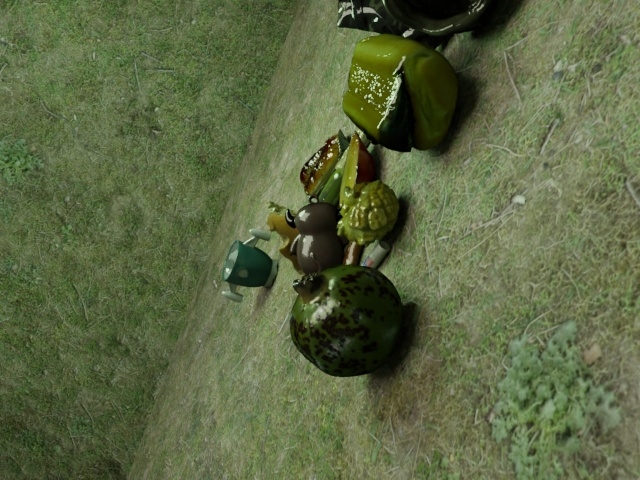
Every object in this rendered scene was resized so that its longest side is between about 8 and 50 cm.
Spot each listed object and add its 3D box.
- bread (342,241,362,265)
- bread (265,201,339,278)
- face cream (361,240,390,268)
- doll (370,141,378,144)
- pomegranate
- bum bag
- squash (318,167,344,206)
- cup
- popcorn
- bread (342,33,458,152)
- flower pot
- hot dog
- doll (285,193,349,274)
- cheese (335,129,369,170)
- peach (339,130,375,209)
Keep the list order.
[{"bbox_3d":[0.086,0.042,1.684,0.047,0.036,0.083,-1,72,65],"label":"bread"},{"bbox_3d":[-0.077,0.019,1.893,0.183,0.224,0.211,-120,45,-73],"label":"bread"},{"bbox_3d":[0.126,0.057,1.566,0.130,0.034,0.034,-57,23,35],"label":"face cream"},{"bbox_3d":[0.168,-0.378,1.825,0.091,0.067,0.219,115,160,-62],"label":"doll"},{"bbox_3d":[0.047,0.160,1.352,0.254,0.270,0.254,-32,26,18],"label":"pomegranate"},{"bbox_3d":[0.194,-0.589,1.668,0.144,0.340,0.095,-68,-19,10],"label":"bum bag"},{"bbox_3d":[0.029,-0.132,1.961,0.229,0.066,0.066,-60,22,30],"label":"squash"},{"bbox_3d":[-0.255,0.099,2.323,0.299,0.173,0.167,-64,21,17],"label":"cup"},{"bbox_3d":[0.116,-0.061,1.555,0.173,0.142,0.173,-30,44,34],"label":"popcorn"},{"bbox_3d":[0.194,-0.355,1.515,0.376,0.208,0.251,-118,39,-66],"label":"bread"},{"bbox_3d":[0.272,-0.598,1.426,0.302,0.302,0.213,-52,0,41],"label":"flower pot"},{"bbox_3d":[0.010,-0.252,2.102,0.270,0.082,0.162,-50,29,41],"label":"hot dog"},{"bbox_3d":[0.000,0.001,1.728,0.117,0.182,0.257,20,-119,-76],"label":"doll"},{"bbox_3d":[0.108,-0.281,1.930,0.194,0.043,0.065,-56,29,30],"label":"cheese"},{"bbox_3d":[0.106,-0.186,1.801,0.189,0.068,0.279,137,144,-66],"label":"peach"}]
